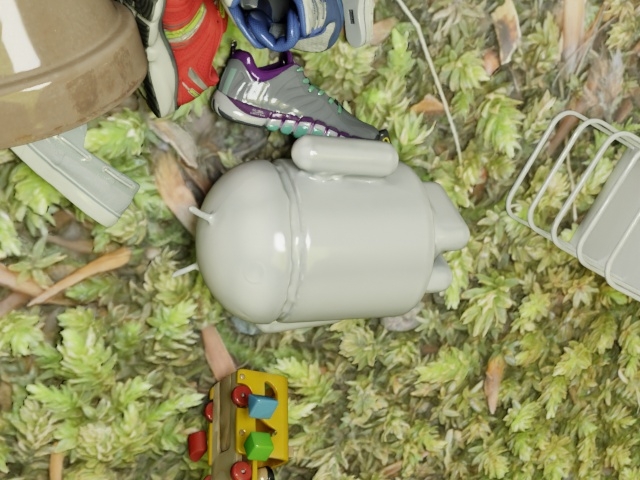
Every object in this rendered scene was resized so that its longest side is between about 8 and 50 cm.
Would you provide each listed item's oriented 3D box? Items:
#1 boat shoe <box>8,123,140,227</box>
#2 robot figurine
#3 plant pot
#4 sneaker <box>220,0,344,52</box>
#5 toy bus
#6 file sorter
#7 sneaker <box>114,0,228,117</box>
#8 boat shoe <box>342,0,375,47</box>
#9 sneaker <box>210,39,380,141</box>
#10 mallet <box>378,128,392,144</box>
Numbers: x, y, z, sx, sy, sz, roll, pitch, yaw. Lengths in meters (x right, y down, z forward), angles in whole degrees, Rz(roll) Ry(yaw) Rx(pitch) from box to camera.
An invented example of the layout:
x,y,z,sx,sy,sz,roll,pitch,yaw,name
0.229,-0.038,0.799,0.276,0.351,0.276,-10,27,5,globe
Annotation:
x,y,z,sx,sy,sz,roll,pitch,yaw,name
-0.296,-0.108,1.104,0.081,0.079,0.227,-50,127,-7,boat shoe
0.000,0.000,1.199,0.354,0.199,0.300,-1,127,-22,robot figurine
-0.313,-0.238,0.907,0.263,0.263,0.229,-19,126,-15,plant pot
-0.050,-0.247,1.047,0.112,0.131,0.296,-17,163,18,sneaker
-0.089,0.272,1.289,0.104,0.191,0.202,13,106,-28,toy bus
0.407,-0.043,1.318,0.173,0.277,0.192,25,101,-26,file sorter
-0.156,-0.254,1.045,0.118,0.107,0.279,-29,156,-20,sneaker
0.049,-0.288,1.195,0.035,0.035,0.100,-29,121,-41,boat shoe
-0.017,-0.173,1.188,0.224,0.083,0.098,11,103,-26,sneaker
0.123,-0.069,1.323,0.062,0.039,0.189,-23,116,-11,mallet
